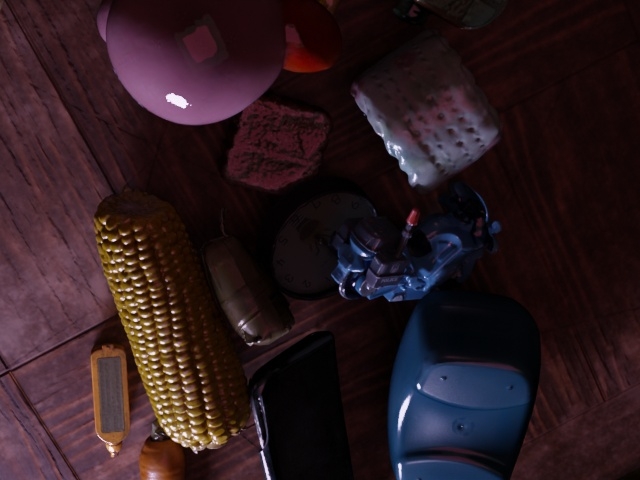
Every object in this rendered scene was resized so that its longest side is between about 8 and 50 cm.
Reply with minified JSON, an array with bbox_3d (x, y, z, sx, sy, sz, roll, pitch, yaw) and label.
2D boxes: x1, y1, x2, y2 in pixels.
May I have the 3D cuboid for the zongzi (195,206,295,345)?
[{"bbox_3d":[-0.116,0.059,1.794,0.081,0.178,0.189,-31,90,-11],"label":"zongzi"}]

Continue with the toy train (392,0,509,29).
[{"bbox_3d":[0.212,-0.416,1.701,0.159,0.129,0.326,25,100,-24],"label":"toy train"}]

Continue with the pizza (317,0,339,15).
[{"bbox_3d":[-0.040,-0.320,1.721,0.178,0.041,0.131,-41,109,3],"label":"pizza"}]

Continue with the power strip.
[{"bbox_3d":[-0.296,0.225,1.850,0.049,0.028,0.178,-4,108,-11],"label":"power strip"}]

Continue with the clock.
[{"bbox_3d":[0.000,0.000,1.799,0.184,0.040,0.184,-17,128,-23],"label":"clock"}]

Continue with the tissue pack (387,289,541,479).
[{"bbox_3d":[0.197,0.207,1.845,0.198,0.206,0.287,6,124,-1],"label":"tissue pack"}]

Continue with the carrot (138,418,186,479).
[{"bbox_3d":[-0.222,0.407,1.909,0.069,0.069,0.336,-6,112,-10],"label":"carrot"}]

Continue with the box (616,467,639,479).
[{"bbox_3d":[0.684,0.495,2.090,0.373,0.138,0.420,-28,112,-3],"label":"box"}]

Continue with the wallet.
[{"bbox_3d":[-0.020,0.305,1.887,0.172,0.045,0.318,-31,119,-44],"label":"wallet"}]

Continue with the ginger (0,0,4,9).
[{"bbox_3d":[-0.488,-0.342,1.602,0.213,0.074,0.137,27,91,-23],"label":"ginger"}]

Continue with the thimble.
[{"bbox_3d":[0.147,-0.165,1.737,0.149,0.185,0.211,-35,139,6],"label":"thimble"}]

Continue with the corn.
[{"bbox_3d":[-0.196,0.115,1.776,0.144,0.144,0.387,-18,112,-6],"label":"corn"}]

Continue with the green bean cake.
[{"bbox_3d":[-0.063,-0.129,1.770,0.135,0.056,0.136,13,104,-18],"label":"green bean cake"}]

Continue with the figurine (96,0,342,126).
[{"bbox_3d":[-0.141,-0.261,1.604,0.261,0.211,0.270,-32,105,11],"label":"figurine"}]

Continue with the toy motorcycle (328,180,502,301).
[{"bbox_3d":[0.139,0.006,1.797,0.272,0.123,0.182,-4,129,-41],"label":"toy motorcycle"}]
